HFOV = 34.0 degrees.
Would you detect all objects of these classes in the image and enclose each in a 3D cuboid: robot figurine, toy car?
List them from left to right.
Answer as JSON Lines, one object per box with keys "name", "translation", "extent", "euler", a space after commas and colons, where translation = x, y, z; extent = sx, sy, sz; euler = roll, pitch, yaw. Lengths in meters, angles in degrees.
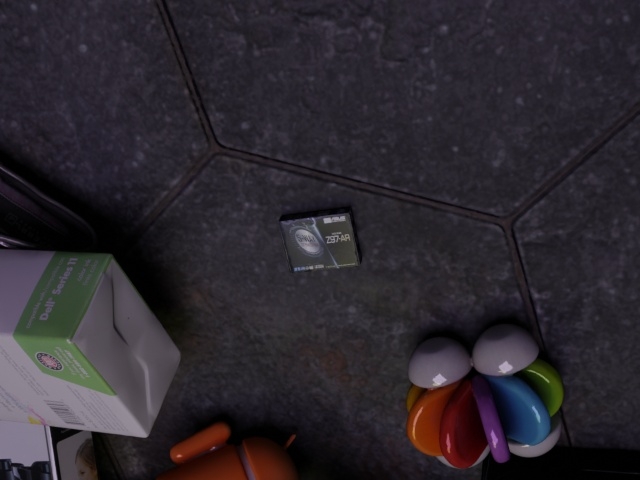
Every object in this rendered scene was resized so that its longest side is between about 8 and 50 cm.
{"name": "robot figurine", "translation": [-0.115, 0.319, 1.267], "extent": [0.219, 0.158, 0.128], "euler": [-22, 130, -8]}
{"name": "toy car", "translation": [0.181, 0.191, 1.165], "extent": [0.182, 0.136, 0.159], "euler": [-13, 111, 16]}

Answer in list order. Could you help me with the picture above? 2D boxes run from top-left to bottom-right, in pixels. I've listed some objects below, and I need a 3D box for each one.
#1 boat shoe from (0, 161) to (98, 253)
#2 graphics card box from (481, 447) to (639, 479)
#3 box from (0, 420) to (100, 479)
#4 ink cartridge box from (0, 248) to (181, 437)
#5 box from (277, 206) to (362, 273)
{"name": "boat shoe", "translation": [-0.393, -0.064, 1.162], "extent": [0.335, 0.112, 0.095], "euler": [34, 142, -13]}
{"name": "graphics card box", "translation": [0.309, 0.428, 1.276], "extent": [0.233, 0.094, 0.371], "euler": [1, 116, 11]}
{"name": "box", "translation": [-0.362, 0.346, 1.308], "extent": [0.169, 0.087, 0.290], "euler": [-5, 93, 23]}
{"name": "ink cartridge box", "translation": [-0.364, 0.109, 1.184], "extent": [0.353, 0.119, 0.207], "euler": [2, 143, 22]}
{"name": "box", "translation": [0.000, 0.000, 1.177], "extent": [0.083, 0.018, 0.067], "euler": [-6, 114, 14]}
